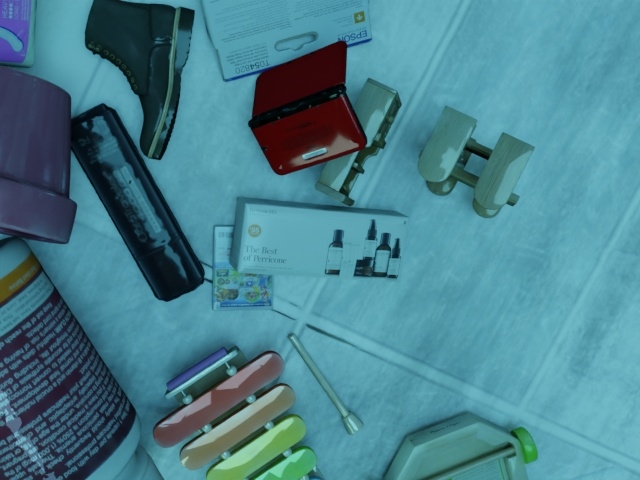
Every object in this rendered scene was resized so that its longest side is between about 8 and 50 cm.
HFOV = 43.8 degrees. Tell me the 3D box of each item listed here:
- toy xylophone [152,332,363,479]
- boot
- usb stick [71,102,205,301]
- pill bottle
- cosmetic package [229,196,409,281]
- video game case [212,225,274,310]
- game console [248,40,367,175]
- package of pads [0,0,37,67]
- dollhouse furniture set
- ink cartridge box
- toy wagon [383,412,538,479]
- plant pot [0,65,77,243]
[{"bbox_3d":[-0.076,0.274,1.146,0.236,0.081,0.323,-40,108,-3],"label":"toy xylophone"},{"bbox_3d":[-0.245,-0.210,1.017,0.137,0.077,0.198,11,86,-11],"label":"boot"},{"bbox_3d":[-0.244,-0.045,1.059,0.077,0.045,0.278,-26,106,0],"label":"usb stick"},{"bbox_3d":[-0.367,0.214,0.990,0.224,0.224,0.392,-30,106,-6],"label":"pill bottle"},{"bbox_3d":[0.000,0.000,1.110,0.239,0.060,0.099,4,99,-18],"label":"cosmetic package"},{"bbox_3d":[-0.109,0.039,1.126,0.087,0.011,0.122,0,101,-14],"label":"video game case"},{"bbox_3d":[-0.013,-0.169,1.034,0.144,0.085,0.124,-15,115,30],"label":"game console"},{"bbox_3d":[-0.426,-0.344,0.868,0.229,0.101,0.297,1,121,-21],"label":"package of pads"},{"bbox_3d":[0.140,-0.085,1.061,0.242,0.212,0.161,27,93,9],"label":"dollhouse furniture set"},{"bbox_3d":[-0.049,-0.336,1.025,0.223,0.045,0.224,-17,133,-9],"label":"ink cartridge box"},{"bbox_3d":[0.230,0.450,1.263,0.267,0.068,0.344,-18,106,-9],"label":"toy wagon"},{"bbox_3d":[-0.382,-0.103,0.949,0.201,0.201,0.180,13,83,-15],"label":"plant pot"}]
